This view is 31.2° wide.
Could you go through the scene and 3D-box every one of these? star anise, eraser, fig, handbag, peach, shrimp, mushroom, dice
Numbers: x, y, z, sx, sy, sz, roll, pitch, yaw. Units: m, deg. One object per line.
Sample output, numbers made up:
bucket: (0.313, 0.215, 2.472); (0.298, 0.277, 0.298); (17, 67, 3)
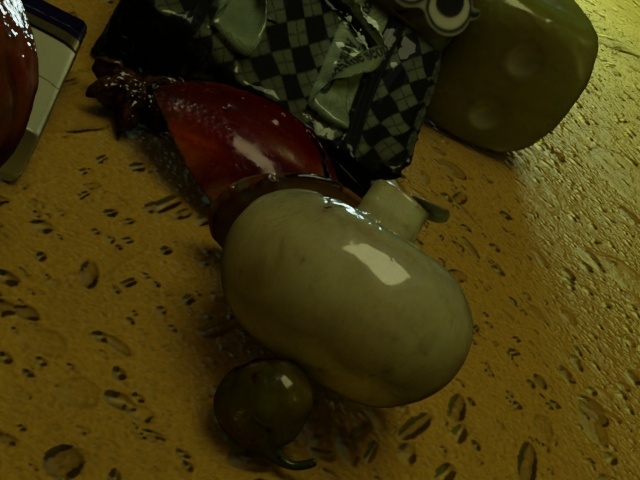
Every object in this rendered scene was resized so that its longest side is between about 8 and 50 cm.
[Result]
star anise: (-0.172, -0.154, 1.289); (0.190, 0.070, 0.097); (14, 33, -36)
eraser: (0.087, -0.350, 1.661); (0.171, 0.087, 0.290); (30, -5, -26)
fig: (-0.047, 0.148, 0.967); (0.084, 0.098, 0.082); (-7, -1, -9)
handbag: (-0.049, -0.239, 1.452); (0.416, 0.180, 0.317); (32, 37, -15)
peach: (-0.060, -0.098, 1.252); (0.279, 0.068, 0.189); (37, 40, -21)
shrimp: (0.000, 0.000, 1.171); (0.248, 0.150, 0.068); (29, 45, -36)
mushroom: (0.033, 0.037, 1.048); (0.246, 0.202, 0.246); (31, -14, 8)
dice: (0.267, -0.292, 1.763); (0.226, 0.233, 0.238); (24, 32, -20)

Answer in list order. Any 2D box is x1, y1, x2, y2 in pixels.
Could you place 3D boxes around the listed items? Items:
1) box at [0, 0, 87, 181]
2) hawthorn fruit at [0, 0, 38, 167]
box: (-0.340, -0.180, 1.151); (0.168, 0.071, 0.259); (26, 30, -15)
hawthorn fruit: (-0.340, -0.117, 0.879); (0.298, 0.277, 0.277); (46, 30, 3)
